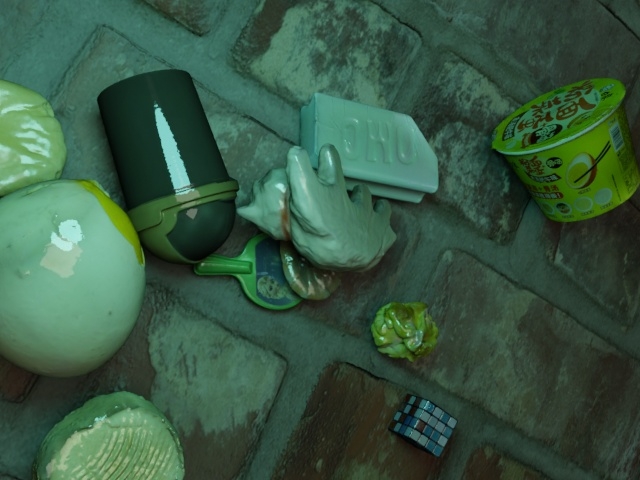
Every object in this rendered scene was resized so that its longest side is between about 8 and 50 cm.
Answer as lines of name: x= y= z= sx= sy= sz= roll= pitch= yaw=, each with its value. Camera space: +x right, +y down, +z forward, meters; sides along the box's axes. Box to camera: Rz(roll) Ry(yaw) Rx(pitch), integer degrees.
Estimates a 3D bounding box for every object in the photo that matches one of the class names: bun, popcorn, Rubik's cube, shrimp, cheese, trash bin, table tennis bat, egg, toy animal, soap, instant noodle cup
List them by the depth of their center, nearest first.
egg: x=-0.427 y=0.069 z=1.160 sx=0.283 sy=0.283 sz=0.345 roll=-14 pitch=118 yaw=-24
cheese: x=-0.555 y=-0.171 z=1.212 sx=0.226 sy=0.117 sz=0.213 roll=-11 pitch=88 yaw=-29
bun: x=-0.373 y=0.394 z=1.242 sx=0.259 sy=0.152 sz=0.259 roll=-4 pitch=97 yaw=-33
trash bin: x=-0.264 y=-0.120 z=1.283 sx=0.214 sy=0.214 sz=0.333 roll=-15 pitch=88 yaw=-24
toy animal: x=0.001 y=-0.044 z=1.377 sx=0.266 sy=0.188 sz=0.308 roll=65 pitch=29 yaw=-2
table tennis bat: x=-0.129 y=0.057 z=1.428 sx=0.257 sy=0.039 sz=0.160 roll=6 pitch=81 yaw=-25
shrimp: x=-0.016 y=-0.001 z=1.459 sx=0.145 sy=0.059 sz=0.254 roll=10 pitch=74 yaw=-21
soap: x=0.101 y=-0.189 z=1.488 sx=0.290 sy=0.095 sz=0.172 roll=9 pitch=70 yaw=-23
popcorn: x=0.182 y=0.192 z=1.518 sx=0.145 sy=0.126 sz=0.125 roll=38 pitch=47 yaw=-2
Rubik's cube: x=0.221 y=0.398 z=1.534 sx=0.092 sy=0.092 sz=0.092 roll=36 pitch=74 yaw=-19
instant noodle cup: x=0.572 y=-0.196 z=1.625 sx=0.311 sy=0.311 sz=0.221 roll=-39 pitch=113 yaw=-20
